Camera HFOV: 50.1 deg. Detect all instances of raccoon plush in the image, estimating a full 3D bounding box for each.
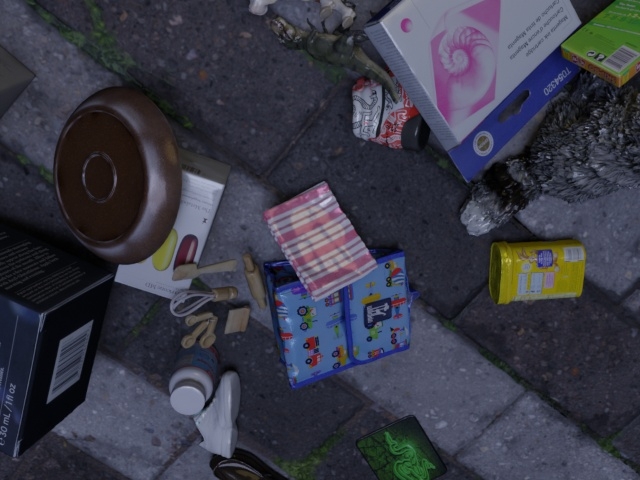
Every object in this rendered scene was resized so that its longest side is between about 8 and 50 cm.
[{"bbox_3d":[0.477,-0.101,1.177,0.216,0.299,0.446,36,106,-15],"label":"raccoon plush"}]

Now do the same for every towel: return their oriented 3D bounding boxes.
[{"bbox_3d":[0.000,0.000,1.268,0.144,0.029,0.197,-28,80,-19],"label":"towel"}]

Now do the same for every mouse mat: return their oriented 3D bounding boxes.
[{"bbox_3d":[0.185,0.493,1.558,0.153,0.007,0.189,-28,111,8],"label":"mouse mat"}]

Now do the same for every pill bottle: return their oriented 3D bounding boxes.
[{"bbox_3d":[-0.255,0.274,1.369,0.087,0.160,0.087,-1,112,-2],"label":"pill bottle"}]

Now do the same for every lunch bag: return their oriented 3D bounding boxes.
[{"bbox_3d":[0.054,0.138,1.364,0.293,0.138,0.220,-12,111,-11],"label":"lunch bag"}]

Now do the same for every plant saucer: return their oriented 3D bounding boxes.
[{"bbox_3d":[-0.365,-0.109,1.177,0.311,0.050,0.310,4,98,32],"label":"plant saucer"}]

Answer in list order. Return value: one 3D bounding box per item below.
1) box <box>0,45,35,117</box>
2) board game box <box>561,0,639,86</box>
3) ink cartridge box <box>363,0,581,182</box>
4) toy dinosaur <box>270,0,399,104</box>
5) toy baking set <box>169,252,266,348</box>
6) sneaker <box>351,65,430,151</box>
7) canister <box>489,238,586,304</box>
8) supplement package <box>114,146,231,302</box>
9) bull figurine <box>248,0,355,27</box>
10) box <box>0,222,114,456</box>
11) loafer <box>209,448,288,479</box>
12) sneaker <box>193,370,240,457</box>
[{"bbox_3d":[-0.630,-0.241,1.049,0.215,0.345,0.168,41,105,-16],"label":"box"},{"bbox_3d":[0.542,-0.368,1.140,0.259,0.124,0.039,-41,143,-4],"label":"board game box"},{"bbox_3d":[0.282,-0.320,1.130,0.324,0.071,0.330,-45,112,-12],"label":"ink cartridge box"},{"bbox_3d":[0.046,-0.341,1.164,0.268,0.064,0.118,31,103,18],"label":"toy dinosaur"},{"bbox_3d":[-0.188,0.113,1.294,0.197,0.030,0.256,-35,142,-26],"label":"toy baking set"},{"bbox_3d":[0.137,-0.296,1.194,0.145,0.090,0.270,13,89,25],"label":"sneaker"},{"bbox_3d":[0.430,0.060,1.361,0.170,0.073,0.126,-3,112,-3],"label":"canister"},{"bbox_3d":[-0.270,-0.033,1.260,0.139,0.134,0.244,18,110,-9],"label":"supplement package"},{"bbox_3d":[0.024,-0.445,1.100,0.310,0.101,0.188,-34,70,4],"label":"bull figurine"},{"bbox_3d":[-0.616,0.139,1.217,0.396,0.212,0.293,22,111,9],"label":"box"},{"bbox_3d":[-0.147,0.540,1.522,0.220,0.078,0.080,31,107,-14],"label":"loafer"},{"bbox_3d":[-0.224,0.369,1.459,0.094,0.080,0.212,11,112,8],"label":"sneaker"}]
